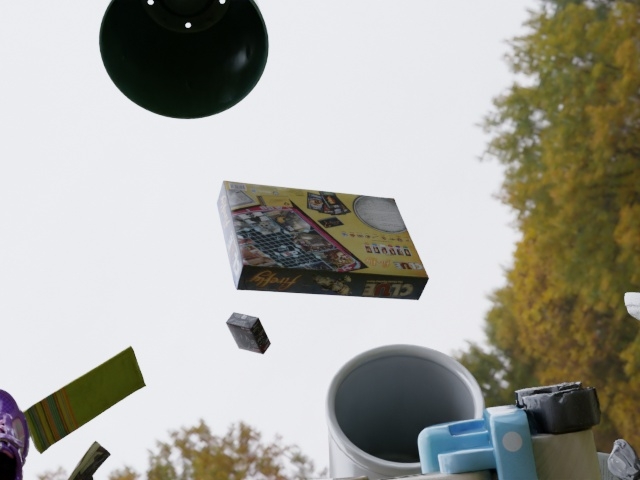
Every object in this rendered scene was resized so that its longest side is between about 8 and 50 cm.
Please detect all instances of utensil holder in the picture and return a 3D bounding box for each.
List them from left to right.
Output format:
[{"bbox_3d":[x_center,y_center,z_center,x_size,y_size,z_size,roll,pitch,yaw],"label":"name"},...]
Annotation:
[{"bbox_3d":[0.175,0.472,2.036,0.327,0.328,0.385,-39,-37,-36],"label":"utensil holder"}]

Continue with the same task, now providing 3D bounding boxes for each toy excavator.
[{"bbox_3d":[0.188,0.347,1.338,0.433,0.445,0.222,42,-142,-79],"label":"toy excavator"}]

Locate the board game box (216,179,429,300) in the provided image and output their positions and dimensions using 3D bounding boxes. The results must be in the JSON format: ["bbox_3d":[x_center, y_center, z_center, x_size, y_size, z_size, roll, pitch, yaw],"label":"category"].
[{"bbox_3d":[0.000,0.000,1.201,0.243,0.165,0.042,5,-51,-20],"label":"board game box"}]

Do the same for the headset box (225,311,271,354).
[{"bbox_3d":[-0.135,0.178,1.784,0.032,0.062,0.083,-53,-41,-36],"label":"headset box"}]

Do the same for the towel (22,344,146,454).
[{"bbox_3d":[-0.436,0.295,1.755,0.237,0.021,0.102,-32,-51,-30],"label":"towel"}]

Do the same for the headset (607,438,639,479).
[{"bbox_3d":[0.422,0.349,0.964,0.243,0.185,0.394,-41,-74,7],"label":"headset"}]

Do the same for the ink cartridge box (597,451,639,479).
[{"bbox_3d":[0.630,0.595,1.839,0.071,0.330,0.324,116,164,-66],"label":"ink cartridge box"}]

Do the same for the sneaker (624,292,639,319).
[{"bbox_3d":[0.605,0.179,1.593,0.108,0.292,0.169,5,-88,-16],"label":"sneaker"}]

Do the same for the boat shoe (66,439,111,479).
[{"bbox_3d":[-0.446,0.447,1.772,0.152,0.049,0.056,-61,3,-36],"label":"boat shoe"}]

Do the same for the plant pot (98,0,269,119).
[{"bbox_3d":[-0.245,-0.407,1.717,0.235,0.293,0.293,-98,4,-50],"label":"plant pot"}]

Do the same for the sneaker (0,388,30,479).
[{"bbox_3d":[-0.486,0.316,1.424,0.095,0.236,0.104,0,-43,-19],"label":"sneaker"}]
